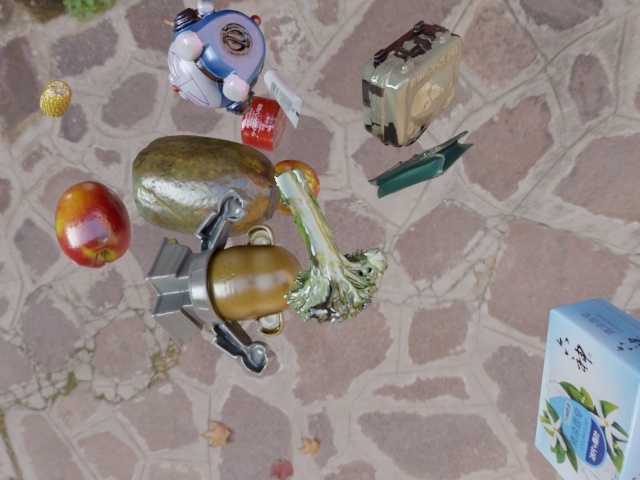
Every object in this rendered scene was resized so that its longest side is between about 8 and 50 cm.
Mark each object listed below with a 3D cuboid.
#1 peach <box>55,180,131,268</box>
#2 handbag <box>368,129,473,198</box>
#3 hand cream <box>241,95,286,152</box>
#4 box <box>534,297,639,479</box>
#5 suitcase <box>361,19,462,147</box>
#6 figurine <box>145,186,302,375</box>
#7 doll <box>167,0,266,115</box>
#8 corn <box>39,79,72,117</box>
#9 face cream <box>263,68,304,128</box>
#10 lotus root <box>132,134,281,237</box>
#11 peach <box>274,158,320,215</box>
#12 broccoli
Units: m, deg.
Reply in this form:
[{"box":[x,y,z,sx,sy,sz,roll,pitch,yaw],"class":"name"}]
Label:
[{"box":[-0.596,-0.046,1.353,0.189,0.196,0.226,-30,66,6],"class":"peach"},{"box":[0.336,-0.252,1.749,0.326,0.238,0.089,-22,101,53],"class":"handbag"},{"box":[-0.203,-0.421,1.872,0.125,0.193,0.193,12,97,5],"class":"hand cream"},{"box":[0.347,0.206,0.628,0.083,0.143,0.233,-11,115,-11],"class":"box"},{"box":[0.289,-0.449,1.585,0.193,0.339,0.351,34,61,29],"class":"suitcase"},{"box":[-0.171,0.085,0.990,0.284,0.167,0.343,-11,110,15],"class":"figurine"},{"box":[-0.258,-0.451,1.295,0.240,0.309,0.284,-43,108,-21],"class":"doll"},{"box":[-0.265,-0.142,0.518,0.083,0.027,0.028,0,80,58],"class":"corn"},{"box":[-0.112,-0.454,1.606,0.244,0.058,0.092,59,144,38],"class":"face cream"},{"box":[-0.269,-0.131,1.280,0.345,0.250,0.251,9,96,13],"class":"lotus root"},{"box":[-0.096,-0.176,1.725,0.190,0.192,0.191,-2,96,-16],"class":"peach"},{"box":[-0.002,0.005,0.647,0.122,0.118,0.204,-1,114,54],"class":"broccoli"}]
